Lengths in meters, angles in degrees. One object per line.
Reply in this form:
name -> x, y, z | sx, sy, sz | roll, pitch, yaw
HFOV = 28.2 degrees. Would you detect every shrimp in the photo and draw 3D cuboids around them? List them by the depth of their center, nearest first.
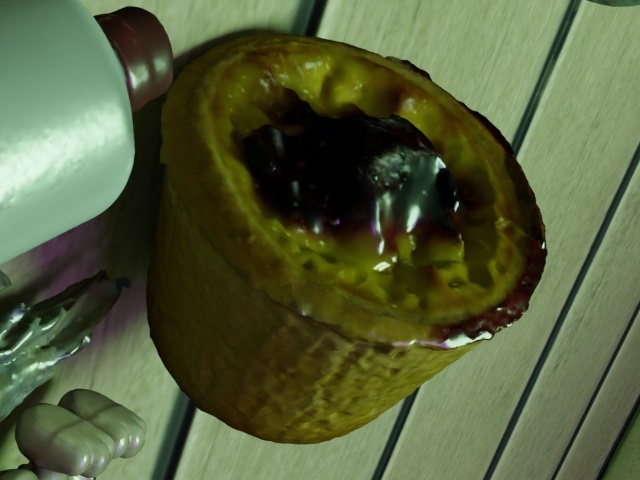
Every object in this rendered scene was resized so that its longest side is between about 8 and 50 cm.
shrimp -> -0.175, 0.049, 0.574 | 0.223, 0.047, 0.126 | -33, 137, -43

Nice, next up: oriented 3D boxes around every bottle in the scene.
bottle -> -0.145, -0.032, 0.448 | 0.245, 0.104, 0.104 | -33, 146, -45

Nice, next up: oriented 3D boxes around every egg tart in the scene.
egg tart -> 0.000, 0.000, 0.683 | 0.215, 0.215, 0.171 | -34, 163, -44

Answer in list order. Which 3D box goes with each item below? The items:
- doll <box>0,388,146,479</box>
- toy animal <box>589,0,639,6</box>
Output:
doll -> -0.175, 0.214, 0.683 | 0.278, 0.119, 0.154 | -68, 167, 18
toy animal -> 0.251, -0.283, 0.954 | 0.125, 0.127, 0.251 | 79, 32, -42
